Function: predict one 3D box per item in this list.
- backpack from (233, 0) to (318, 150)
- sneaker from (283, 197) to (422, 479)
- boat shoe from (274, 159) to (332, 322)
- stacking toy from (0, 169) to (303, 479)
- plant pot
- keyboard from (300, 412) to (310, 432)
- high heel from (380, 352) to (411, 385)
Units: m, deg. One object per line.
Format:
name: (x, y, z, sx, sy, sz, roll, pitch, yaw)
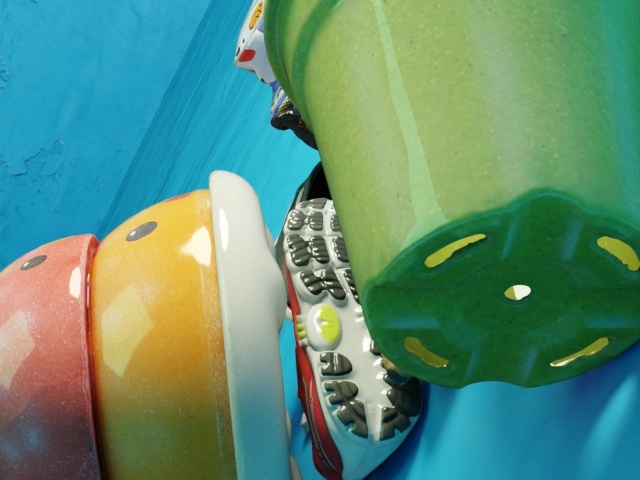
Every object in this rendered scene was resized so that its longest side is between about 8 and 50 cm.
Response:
backpack: (0.047, -0.226, 1.443, 0.263, 0.213, 0.276, -49, 17, 17)
sneaker: (0.009, 0.081, 1.238, 0.118, 0.107, 0.279, 114, 160, -44)
boat shoe: (0.000, 0.000, 1.458, 0.079, 0.084, 0.233, -55, 16, 35)
stacking toy: (-0.263, 0.133, 1.267, 0.350, 0.480, 0.351, 174, 90, -86)
plant pot: (0.105, -0.055, 0.927, 0.276, 0.276, 0.254, -51, 32, 42)
keyboard: (0.047, 0.089, 1.309, 0.256, 0.014, 0.072, -48, 18, 47)
high heel: (0.054, -0.037, 1.132, 0.093, 0.186, 0.261, -7, 51, 35)
